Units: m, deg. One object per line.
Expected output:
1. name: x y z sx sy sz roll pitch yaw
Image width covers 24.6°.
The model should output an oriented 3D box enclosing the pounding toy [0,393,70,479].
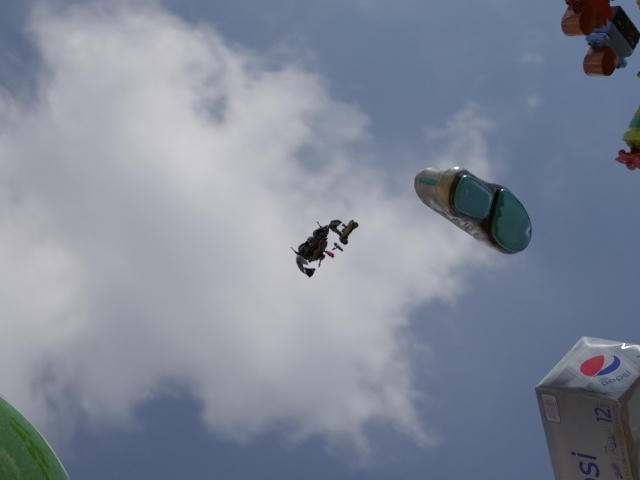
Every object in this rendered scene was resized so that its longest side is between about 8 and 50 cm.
1. pounding toy: -0.125 0.151 0.467 0.183 0.110 0.237 -45 -63 -20

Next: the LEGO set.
1. LEGO set: -0.001 0.002 1.150 0.023 0.083 0.054 38 -81 11

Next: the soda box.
1. soda box: 0.290 0.239 1.402 0.098 0.091 0.286 -39 -57 -40

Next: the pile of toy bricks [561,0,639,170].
1. pile of toy bricks: 0.225 -0.084 0.937 0.212 0.118 0.105 43 -113 -34

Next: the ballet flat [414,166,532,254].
1. ballet flat: 0.138 -0.032 1.329 0.168 0.052 0.057 33 -106 -54
